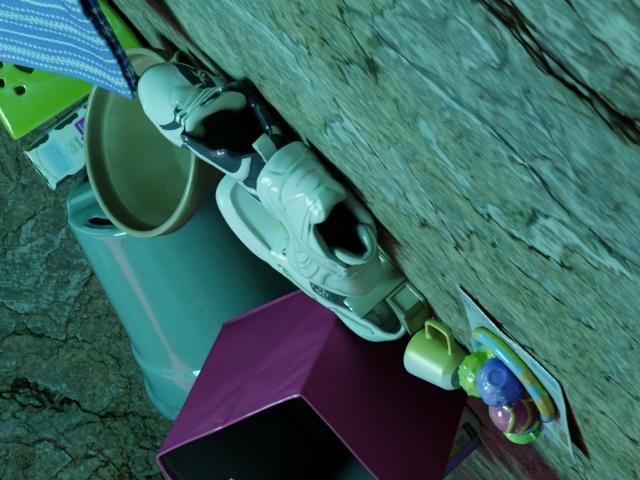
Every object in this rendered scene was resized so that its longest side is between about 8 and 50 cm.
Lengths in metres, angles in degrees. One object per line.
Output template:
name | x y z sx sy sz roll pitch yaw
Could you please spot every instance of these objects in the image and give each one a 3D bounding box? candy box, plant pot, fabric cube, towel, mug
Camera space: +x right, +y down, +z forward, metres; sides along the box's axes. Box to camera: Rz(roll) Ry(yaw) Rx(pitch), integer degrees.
candy box | -0.311 -0.173 2.139 0.071 0.233 0.159 52 174 -12
plant pot | -0.173 0.024 2.138 0.341 0.341 0.334 41 163 54
fabric cube | -0.005 0.231 1.900 0.254 0.259 0.258 49 -144 -21
towel | -0.342 -0.270 1.575 0.243 0.040 0.336 15 156 22
plant pot | -0.406 -0.297 2.156 0.207 0.227 0.228 57 174 -15
plant pot | -0.191 -0.125 1.909 0.110 0.237 0.237 -5 -141 -43
mug | 0.134 0.133 1.689 0.064 0.062 0.078 33 173 42

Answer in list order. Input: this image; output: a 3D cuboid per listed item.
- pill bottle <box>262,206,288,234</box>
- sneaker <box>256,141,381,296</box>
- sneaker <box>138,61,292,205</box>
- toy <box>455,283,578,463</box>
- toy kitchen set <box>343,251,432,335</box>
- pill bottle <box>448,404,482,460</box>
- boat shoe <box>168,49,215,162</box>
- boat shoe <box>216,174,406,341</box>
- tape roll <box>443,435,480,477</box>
pill bottle | -0.033 -0.049 1.670 0.116 0.065 0.065 47 175 7
sneaker | 0.018 0.004 1.539 0.115 0.090 0.232 40 172 38
sneaker | -0.117 -0.137 1.574 0.235 0.094 0.153 46 173 24
toy | 0.175 0.146 1.434 0.137 0.056 0.237 44 174 27
toy kitchen set | 0.069 0.069 1.683 0.083 0.068 0.075 47 175 22
pill bottle | 0.122 0.299 2.190 0.119 0.208 0.119 48 175 6
boat shoe | -0.134 -0.154 1.709 0.068 0.072 0.190 3 -147 -41
boat shoe | 0.000 0.013 1.735 0.277 0.098 0.096 40 176 -9
tape roll | 0.137 0.259 2.462 0.275 0.090 0.275 48 174 6
